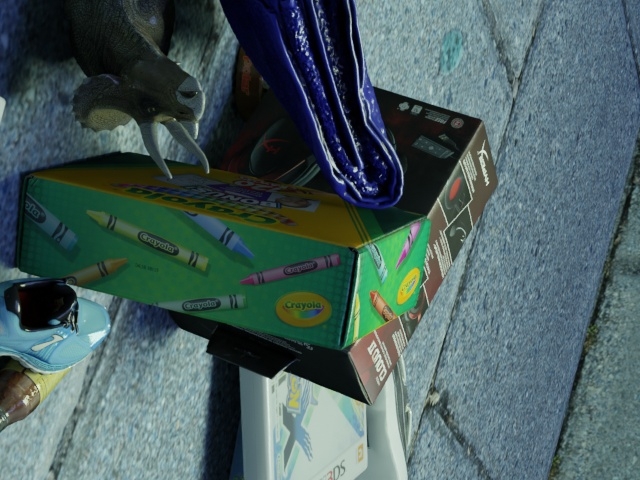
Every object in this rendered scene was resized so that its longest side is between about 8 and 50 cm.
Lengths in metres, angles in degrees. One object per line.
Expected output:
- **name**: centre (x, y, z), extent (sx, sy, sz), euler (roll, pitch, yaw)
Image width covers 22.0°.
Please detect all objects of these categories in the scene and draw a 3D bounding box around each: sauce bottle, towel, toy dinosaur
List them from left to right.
- **sauce bottle**: centre (-0.232, 0.113, 1.268), extent (0.128, 0.042, 0.042), euler (-50, 144, -49)
- **toy dinosaur**: centre (-0.153, -0.174, 1.264), extent (0.313, 0.121, 0.160), euler (-112, -155, -66)
- **towel**: centre (-0.034, -0.177, 1.340), extent (0.308, 0.076, 0.227), euler (-122, -168, -56)

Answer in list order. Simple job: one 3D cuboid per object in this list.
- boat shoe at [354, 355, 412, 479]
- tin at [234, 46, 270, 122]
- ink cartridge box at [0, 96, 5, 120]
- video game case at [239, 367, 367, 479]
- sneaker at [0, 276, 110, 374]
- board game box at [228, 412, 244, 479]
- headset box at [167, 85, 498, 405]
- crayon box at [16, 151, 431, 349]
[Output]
- **boat shoe**: centre (0.063, 0.231, 2.016), extent (0.102, 0.108, 0.301), euler (-42, 131, -56)
- **tin**: centre (-0.034, -0.166, 1.655), extent (0.190, 0.040, 0.106), euler (-17, 111, -67)
- **ink cartridge box**: centre (-0.265, -0.065, 1.063), extent (0.109, 0.062, 0.209), euler (35, 67, -67)
- **video game case**: centre (-0.014, 0.129, 1.774), extent (0.300, 0.036, 0.329), euler (-24, 113, -68)
- **sneaker**: centre (-0.202, 0.061, 1.227), extent (0.162, 0.073, 0.063), euler (9, 64, -62)
- **board game box**: centre (-0.046, 0.271, 1.826), extent (0.211, 0.039, 0.160), euler (17, 83, -70)
- **headset box**: centre (0.000, 0.000, 1.520), extent (0.293, 0.218, 0.110), euler (-58, 152, -22)
- **crayon box**: centre (-0.074, 0.002, 1.287), extent (0.165, 0.278, 0.081), euler (-23, 124, -66)
